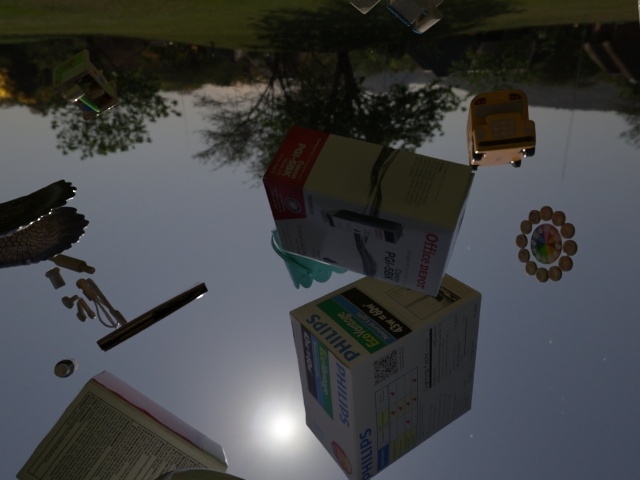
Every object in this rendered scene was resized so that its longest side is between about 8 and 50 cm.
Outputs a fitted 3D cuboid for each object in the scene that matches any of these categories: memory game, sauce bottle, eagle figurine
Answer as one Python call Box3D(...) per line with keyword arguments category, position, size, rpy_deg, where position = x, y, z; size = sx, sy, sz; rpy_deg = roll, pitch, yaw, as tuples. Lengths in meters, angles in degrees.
Box3D(category="memory game", position=(0.536, 0.010, 1.166), size=(0.012, 0.186, 0.186), rpy_deg=(0, -161, -20))
Box3D(category="sauce bottle", position=(-0.564, 0.283, 1.077), size=(0.042, 0.042, 0.128), rpy_deg=(-12, 177, -22))
Box3D(category="eagle figurine", position=(-0.580, -0.035, 0.834), size=(0.298, 0.225, 0.226), rpy_deg=(16, -155, -17))

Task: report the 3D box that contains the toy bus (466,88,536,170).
Box3D(category="toy bus", position=(0.362, -0.218, 1.004), size=(0.108, 0.130, 0.332), rpy_deg=(-3, -179, 15))

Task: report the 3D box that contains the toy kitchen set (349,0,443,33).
Box3D(category="toy kitchen set", position=(0.202, -0.632, 1.235), size=(0.207, 0.166, 0.122), rpy_deg=(28, 152, -28))

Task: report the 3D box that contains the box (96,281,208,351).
Box3D(category="box", position=(-0.258, 0.114, 0.779), size=(0.164, 0.021, 0.201), rpy_deg=(-31, -177, -15))

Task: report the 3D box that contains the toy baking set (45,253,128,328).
Box3D(category="toy baking set", position=(-0.565, 0.125, 1.179), size=(0.256, 0.197, 0.030), rpy_deg=(8, -146, 28))

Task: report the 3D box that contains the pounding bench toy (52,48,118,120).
Box3D(category="pounding bench toy", position=(-0.300, -0.188, 0.627), size=(0.052, 0.065, 0.083), rpy_deg=(-27, -127, 5))

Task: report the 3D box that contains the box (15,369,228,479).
Box3D(category="box", position=(-0.274, 0.318, 0.706), size=(0.149, 0.232, 0.127), rpy_deg=(-55, -173, -15))

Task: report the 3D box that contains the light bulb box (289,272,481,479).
Box3D(category="light bulb box", position=(0.151, 0.281, 1.108), size=(0.361, 0.358, 0.225), rpy_deg=(-21, -148, -27))

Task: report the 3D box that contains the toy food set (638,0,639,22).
Box3D(category="toy food set", position=(0.692, -0.345, 0.838), size=(0.219, 0.306, 0.092), rpy_deg=(-15, -126, 29))

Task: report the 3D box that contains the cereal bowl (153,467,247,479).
Box3D(category="cereal bowl", position=(-0.083, 0.366, 0.376), size=(0.339, 0.339, 0.141), rpy_deg=(10, -159, 30))

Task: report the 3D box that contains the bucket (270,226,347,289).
Box3D(category="bucket", position=(0.000, 0.000, 1.408), size=(0.281, 0.183, 0.281), rpy_deg=(-26, -174, 3))

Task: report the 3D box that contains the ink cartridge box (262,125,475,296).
Box3D(category="ink cartridge box", position=(0.035, -0.020, 0.365), size=(0.135, 0.099, 0.056), rpy_deg=(16, -120, 16))
